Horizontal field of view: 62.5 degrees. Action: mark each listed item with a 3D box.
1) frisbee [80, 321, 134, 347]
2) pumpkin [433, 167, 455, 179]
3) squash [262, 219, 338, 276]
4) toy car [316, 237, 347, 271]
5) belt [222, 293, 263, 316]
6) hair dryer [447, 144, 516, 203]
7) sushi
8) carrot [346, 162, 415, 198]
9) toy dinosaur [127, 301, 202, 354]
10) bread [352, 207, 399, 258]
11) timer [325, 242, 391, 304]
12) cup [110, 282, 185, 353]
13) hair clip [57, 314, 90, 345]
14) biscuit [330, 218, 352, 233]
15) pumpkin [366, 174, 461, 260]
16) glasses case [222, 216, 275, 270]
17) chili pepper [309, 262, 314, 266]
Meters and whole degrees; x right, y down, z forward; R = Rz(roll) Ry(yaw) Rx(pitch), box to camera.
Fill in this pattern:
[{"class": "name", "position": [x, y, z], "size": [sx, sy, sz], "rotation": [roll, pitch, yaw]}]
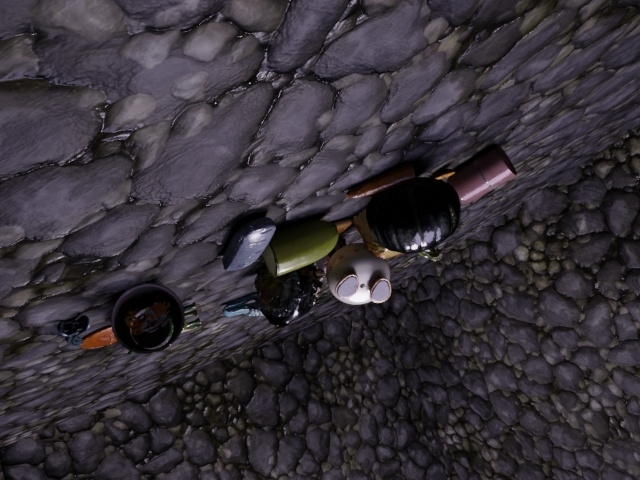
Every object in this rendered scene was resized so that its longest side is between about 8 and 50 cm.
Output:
[{"class": "frisbee", "position": [-0.708, 0.326, 1.772], "size": [0.192, 0.035, 0.192], "rotation": [-24, 166, -6]}, {"class": "pumpkin", "position": [0.413, -0.227, 1.789], "size": [0.083, 0.028, 0.050], "rotation": [-24, 170, 26]}, {"class": "squash", "position": [-0.051, 0.013, 1.620], "size": [0.247, 0.132, 0.132], "rotation": [-20, 164, -21]}, {"class": "toy car", "position": [0.052, 0.066, 2.073], "size": [0.108, 0.089, 0.209], "rotation": [-17, 167, -15]}, {"class": "belt", "position": [-0.314, 0.282, 2.180], "size": [0.179, 0.100, 0.065], "rotation": [-14, 157, -32]}, {"class": "hair dryer", "position": [0.621, -0.241, 1.955], "size": [0.210, 0.125, 0.353], "rotation": [-34, 171, 29]}, {"class": "sushi", "position": [-0.105, 0.179, 1.921], "size": [0.219, 0.239, 0.224], "rotation": [-14, 127, -64]}, {"class": "carrot", "position": [0.172, -0.166, 1.547], "size": [0.210, 0.061, 0.061], "rotation": [-20, 165, -4]}, {"class": "toy dinosaur", "position": [-0.581, 0.313, 1.883], "size": [0.301, 0.087, 0.447], "rotation": [-16, 162, -13]}, {"class": "bread", "position": [0.260, -0.038, 1.880], "size": [0.275, 0.184, 0.114], "rotation": [-10, 149, -47]}, {"class": "timer", "position": [0.130, 0.112, 1.914], "size": [0.234, 0.240, 0.233], "rotation": [-5, 122, -8]}, {"class": "cup", "position": [-0.513, 0.250, 1.584], "size": [0.203, 0.202, 0.288], "rotation": [-21, 171, -19]}, {"class": "hair clip", "position": [-0.734, 0.278, 1.565], "size": [0.083, 0.048, 0.275], "rotation": [-20, 169, -30]}, {"class": "biscuit", "position": [0.000, 0.001, 1.864], "size": [0.160, 0.030, 0.249], "rotation": [-17, 163, -34]}, {"class": "pumpkin", "position": [0.293, -0.059, 1.643], "size": [0.296, 0.295, 0.296], "rotation": [-25, 166, -7]}, {"class": "glasses case", "position": [-0.206, 0.014, 1.482], "size": [0.109, 0.067, 0.282], "rotation": [-21, 166, -30]}, {"class": "chili pepper", "position": [-0.099, 0.117, 2.069], "size": [0.182, 0.050, 0.073], "rotation": [-29, 173, 21]}]
